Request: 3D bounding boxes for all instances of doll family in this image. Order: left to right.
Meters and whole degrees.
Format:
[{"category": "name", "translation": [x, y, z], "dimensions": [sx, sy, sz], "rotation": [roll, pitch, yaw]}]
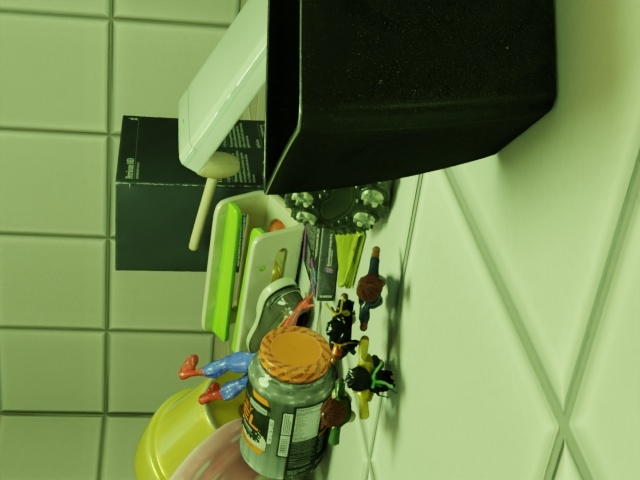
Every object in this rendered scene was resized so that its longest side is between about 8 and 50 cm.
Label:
[{"category": "doll family", "translation": [0.036, 0.103, 1.060], "dimensions": [0.111, 0.076, 0.193], "rotation": [25, -119, -79]}]

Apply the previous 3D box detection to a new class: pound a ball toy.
[{"category": "pound a ball toy", "translation": [-0.123, 0.023, 1.822], "dimensions": [0.208, 0.135, 0.319], "rotation": [42, 134, 40]}]

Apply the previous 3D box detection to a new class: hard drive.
[{"category": "hard drive", "translation": [-0.117, -0.302, 1.721], "dimensions": [0.353, 0.047, 0.233], "rotation": [-51, 26, 23]}]

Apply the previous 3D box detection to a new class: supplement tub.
[{"category": "supplement tub", "translation": [-0.042, 0.212, 1.410], "dimensions": [0.117, 0.117, 0.190], "rotation": [-100, 15, -54]}]

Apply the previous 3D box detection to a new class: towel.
[{"category": "towel", "translation": [0.027, -0.060, 1.345], "dimensions": [0.102, 0.021, 0.237], "rotation": [100, 168, -46]}]

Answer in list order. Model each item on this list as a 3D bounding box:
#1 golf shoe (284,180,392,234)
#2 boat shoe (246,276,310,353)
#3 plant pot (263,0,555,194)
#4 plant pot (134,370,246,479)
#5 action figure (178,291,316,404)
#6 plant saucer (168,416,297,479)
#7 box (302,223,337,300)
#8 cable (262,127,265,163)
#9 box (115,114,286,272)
[{"category": "golf shoe", "translation": [0.039, -0.104, 1.102], "dimensions": [0.273, 0.105, 0.120], "rotation": [116, 171, -55]}, {"category": "boat shoe", "translation": [-0.064, 0.148, 1.683], "dimensions": [0.069, 0.081, 0.228], "rotation": [54, 155, 26]}, {"category": "plant pot", "translation": [0.055, -0.137, 0.713], "dimensions": [0.187, 0.167, 0.188], "rotation": [133, 138, -76]}, {"category": "plant pot", "translation": [-0.156, 0.330, 1.773], "dimensions": [0.239, 0.254, 0.254], "rotation": [123, 151, -46]}, {"category": "action figure", "translation": [-0.075, 0.163, 1.578], "dimensions": [0.280, 0.091, 0.139], "rotation": [-14, 29, 47]}, {"category": "plant saucer", "translation": [-0.135, 0.417, 1.529], "dimensions": [0.332, 0.084, 0.332], "rotation": [-43, -35, -40]}, {"category": "box", "translation": [0.000, 0.000, 1.479], "dimensions": [0.162, 0.029, 0.116], "rotation": [-107, 20, -68]}, {"category": "cable", "translation": [-0.045, -0.227, 1.838], "dimensions": [0.139, 0.072, 0.287], "rotation": [71, -151, -66]}, {"category": "box", "translation": [-0.224, -0.093, 2.020], "dimensions": [0.343, 0.312, 0.179], "rotation": [-104, 19, -63]}]
